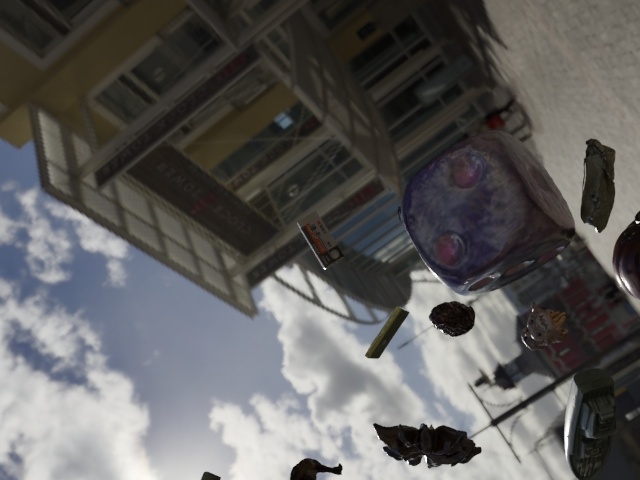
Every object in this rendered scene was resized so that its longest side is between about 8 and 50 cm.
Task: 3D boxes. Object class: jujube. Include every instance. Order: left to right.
[{"bbox_3d":[0.338,0.203,1.983,0.166,0.104,0.104,12,-140,-47],"label":"jujube"}]

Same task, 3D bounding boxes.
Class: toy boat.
[{"bbox_3d":[0.438,0.315,1.231,0.085,0.078,0.260,-109,5,-51],"label":"toy boat"}]

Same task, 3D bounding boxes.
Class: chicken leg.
[{"bbox_3d":[-0.022,0.779,2.563,0.106,0.051,0.253,34,-161,34],"label":"chicken leg"}]

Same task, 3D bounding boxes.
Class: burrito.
[{"bbox_3d":[0.527,-0.102,1.442,0.229,0.063,0.058,68,-142,-48],"label":"burrito"}]

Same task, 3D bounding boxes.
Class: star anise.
[{"bbox_3d":[0.188,0.371,1.359,0.195,0.183,0.065,49,-137,-51],"label":"star anise"}]

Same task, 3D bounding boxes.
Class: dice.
[{"bbox_3d":[0.357,-0.054,1.628,0.270,0.271,0.270,5,-127,-54],"label":"dice"}]

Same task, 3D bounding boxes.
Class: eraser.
[{"bbox_3d":[0.000,0.000,1.673,0.122,0.052,0.029,59,172,3],"label":"eraser"}]

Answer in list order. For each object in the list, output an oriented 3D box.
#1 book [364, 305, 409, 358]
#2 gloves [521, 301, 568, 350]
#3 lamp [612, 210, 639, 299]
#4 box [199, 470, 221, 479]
[{"bbox_3d":[0.123,0.172,1.409,0.014,0.111,0.077,34,-178,21],"label":"book"},{"bbox_3d":[0.601,0.243,2.059,0.110,0.094,0.144,47,145,37],"label":"gloves"},{"bbox_3d":[0.865,0.032,1.840,0.256,0.303,0.303,62,-169,-11],"label":"lamp"},{"bbox_3d":[-0.291,0.627,1.567,0.045,0.270,0.210,25,-151,-4],"label":"box"}]
